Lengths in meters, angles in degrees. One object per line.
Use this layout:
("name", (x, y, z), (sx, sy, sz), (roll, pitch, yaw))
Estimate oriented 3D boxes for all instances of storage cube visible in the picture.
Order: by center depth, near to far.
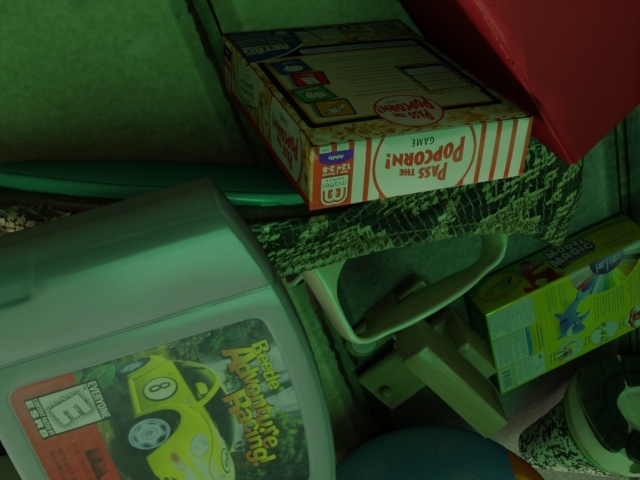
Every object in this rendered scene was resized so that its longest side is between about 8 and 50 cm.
("storage cube", (0.149, -0.201, 0.537), (0.184, 0.215, 0.193), (-42, 135, 6))

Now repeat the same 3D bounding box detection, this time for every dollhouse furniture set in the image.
("dollhouse furniture set", (0.079, 0.128, 0.754), (0.123, 0.151, 0.144), (-40, 115, 16))

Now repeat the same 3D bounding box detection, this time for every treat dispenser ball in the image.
("treat dispenser ball", (0.118, 0.335, 0.835), (0.288, 0.288, 0.288), (-12, 126, -17))

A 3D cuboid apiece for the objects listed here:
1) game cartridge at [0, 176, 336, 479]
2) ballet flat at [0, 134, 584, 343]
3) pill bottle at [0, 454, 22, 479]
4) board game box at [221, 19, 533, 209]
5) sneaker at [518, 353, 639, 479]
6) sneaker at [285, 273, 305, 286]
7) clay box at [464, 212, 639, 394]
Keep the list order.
("game cartridge", (-0.095, 0.113, 0.530), (0.196, 0.060, 0.294), (-19, 119, -8))
("ballet flat", (0.000, 0.000, 0.623), (0.483, 0.164, 0.181), (-11, 106, -20))
("pill bottle", (-0.279, 0.386, 0.692), (0.204, 0.204, 0.360), (23, 94, -34))
("board game box", (0.028, -0.097, 0.560), (0.147, 0.193, 0.045), (-10, 125, -18))
("sneaker", (0.406, 0.232, 1.027), (0.411, 0.158, 0.182), (12, 147, -32))
("sneaker", (0.003, 0.011, 0.727), (0.037, 0.032, 0.083), (27, 109, -35))
("clay box", (0.268, 0.062, 0.868), (0.222, 0.053, 0.127), (-25, 128, -8))
